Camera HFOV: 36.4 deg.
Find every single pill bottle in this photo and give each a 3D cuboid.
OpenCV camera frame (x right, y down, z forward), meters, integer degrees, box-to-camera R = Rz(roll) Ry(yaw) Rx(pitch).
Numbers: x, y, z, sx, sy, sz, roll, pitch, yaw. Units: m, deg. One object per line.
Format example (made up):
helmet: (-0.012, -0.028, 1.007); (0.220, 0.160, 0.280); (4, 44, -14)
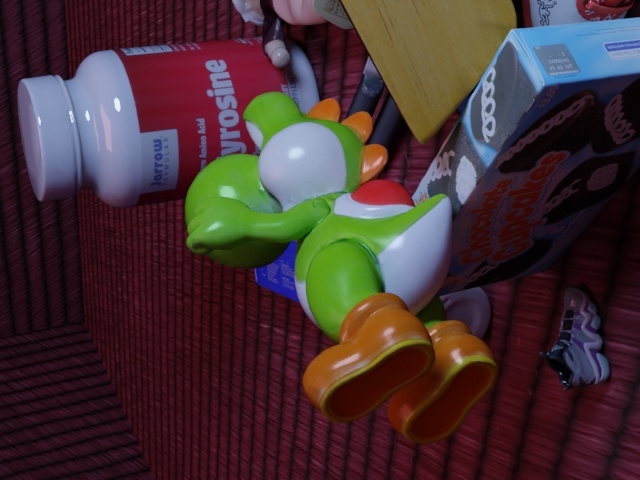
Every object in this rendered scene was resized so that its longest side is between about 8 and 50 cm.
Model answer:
pill bottle: (0.119, 0.064, 1.160); (0.169, 0.094, 0.094); (-141, 46, -56)
pill bottle: (-0.222, -0.173, 1.435); (0.229, 0.407, 0.229); (169, 90, -66)

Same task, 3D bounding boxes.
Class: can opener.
can opener: (0.083, -0.188, 1.191); (0.280, 0.074, 0.093); (113, 174, -49)

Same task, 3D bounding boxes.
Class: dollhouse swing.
dollhouse swing: (0.128, -0.320, 0.854); (0.315, 0.304, 0.347); (58, -173, -22)

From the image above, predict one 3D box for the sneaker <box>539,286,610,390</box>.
sneaker: (0.237, 0.096, 0.939); (0.038, 0.069, 0.098); (-35, 68, 64)

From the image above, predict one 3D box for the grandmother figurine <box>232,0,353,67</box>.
grandmother figurine: (-0.036, -0.342, 1.350); (0.342, 0.104, 0.208); (27, 97, 64)

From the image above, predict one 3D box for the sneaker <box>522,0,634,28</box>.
sneaker: (0.242, -0.242, 0.765); (0.145, 0.090, 0.270); (-135, 44, -56)

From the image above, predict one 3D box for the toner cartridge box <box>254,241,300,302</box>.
toner cartridge box: (-0.009, 0.008, 1.445); (0.348, 0.075, 0.165); (17, 114, 63)

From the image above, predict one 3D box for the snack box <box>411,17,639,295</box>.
snack box: (0.185, -0.059, 0.846); (0.322, 0.187, 0.060); (116, 137, -54)

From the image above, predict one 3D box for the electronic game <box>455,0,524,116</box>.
electronic game: (0.177, -0.213, 0.974); (0.229, 0.048, 0.229); (-143, 49, -57)

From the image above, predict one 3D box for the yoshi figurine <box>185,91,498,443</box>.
yoshi figurine: (-0.013, 0.021, 0.863); (0.204, 0.202, 0.362); (94, 156, -44)
